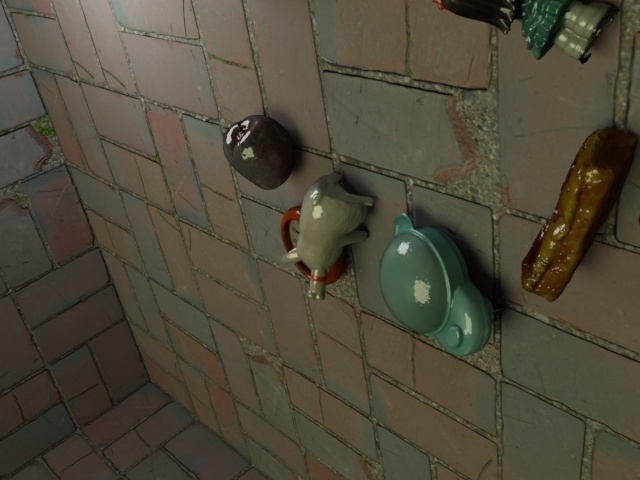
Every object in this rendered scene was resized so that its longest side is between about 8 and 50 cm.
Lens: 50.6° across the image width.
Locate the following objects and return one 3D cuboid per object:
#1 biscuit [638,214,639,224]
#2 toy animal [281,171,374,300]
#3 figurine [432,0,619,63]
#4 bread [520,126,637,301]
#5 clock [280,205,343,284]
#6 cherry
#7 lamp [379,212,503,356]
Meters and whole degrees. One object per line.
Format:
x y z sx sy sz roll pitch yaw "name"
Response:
0.566 -0.008 0.765 0.318 0.110 0.312 51 145 8 "biscuit"
0.010 -0.011 1.464 0.140 0.138 0.283 37 139 23 "toy animal"
0.260 -0.320 0.906 0.245 0.110 0.138 37 146 16 "figurine"
0.367 -0.029 0.985 0.077 0.139 0.271 30 142 21 "bread"
-0.020 0.012 1.613 0.205 0.051 0.205 35 141 33 "clock"
-0.130 -0.197 1.503 0.176 0.140 0.176 34 164 11 "cherry"
0.212 0.095 1.287 0.284 0.147 0.209 40 141 23 "lamp"
